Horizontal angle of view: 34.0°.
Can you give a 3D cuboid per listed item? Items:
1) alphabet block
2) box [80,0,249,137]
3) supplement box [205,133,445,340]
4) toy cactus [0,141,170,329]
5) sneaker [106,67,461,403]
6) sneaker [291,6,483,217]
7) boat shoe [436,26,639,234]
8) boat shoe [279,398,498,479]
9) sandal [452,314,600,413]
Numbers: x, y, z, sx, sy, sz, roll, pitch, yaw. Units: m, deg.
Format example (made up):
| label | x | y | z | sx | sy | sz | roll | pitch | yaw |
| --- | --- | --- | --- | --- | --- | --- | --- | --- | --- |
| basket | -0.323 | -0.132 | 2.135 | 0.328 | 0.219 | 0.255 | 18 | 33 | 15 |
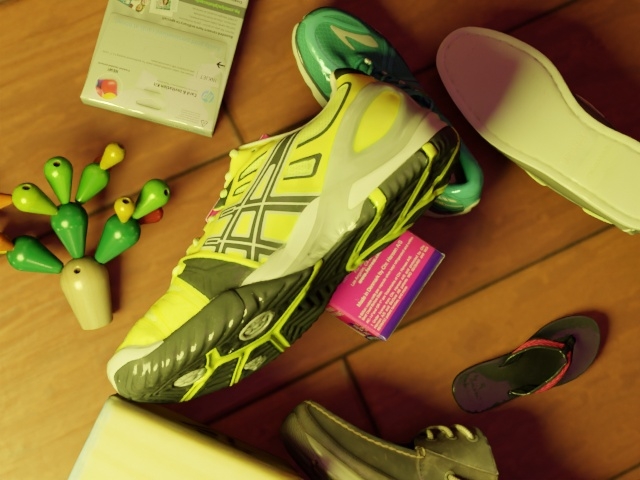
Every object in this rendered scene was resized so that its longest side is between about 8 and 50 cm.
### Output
| label | x | y | z | sx | sy | sz | roll | pitch | yaw |
| --- | --- | --- | --- | --- | --- | --- | --- | --- | --- |
| alphabet block | -0.146 | 0.268 | 1.002 | 0.197 | 0.193 | 0.192 | 26 | 84 | -3 |
| box | -0.162 | -0.219 | 1.128 | 0.145 | 0.038 | 0.186 | 14 | 82 | -5 |
| supplement box | 0.000 | 0.000 | 1.086 | 0.220 | 0.111 | 0.114 | 35 | 83 | -1 |
| toy cactus | -0.256 | 0.001 | 1.077 | 0.219 | 0.112 | 0.180 | -15 | 105 | -10 |
| sneaker | -0.049 | -0.001 | 0.975 | 0.385 | 0.145 | 0.147 | -41 | 69 | -9 |
| sneaker | 0.081 | -0.145 | 1.112 | 0.107 | 0.110 | 0.275 | -41 | 89 | -9 |
| boat shoe | 0.251 | -0.115 | 1.135 | 0.305 | 0.091 | 0.109 | 39 | 91 | 9 |
| boat shoe | 0.121 | 0.254 | 1.079 | 0.355 | 0.132 | 0.130 | 35 | 72 | -11 |
| sandal | 0.229 | 0.138 | 1.133 | 0.179 | 0.040 | 0.067 | -25 | 87 | -8 |
